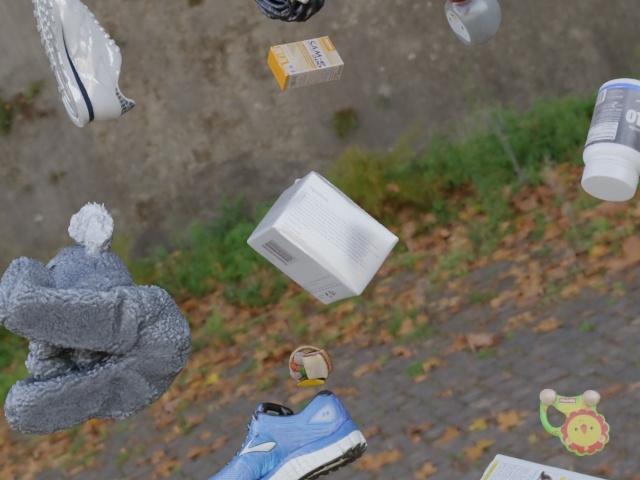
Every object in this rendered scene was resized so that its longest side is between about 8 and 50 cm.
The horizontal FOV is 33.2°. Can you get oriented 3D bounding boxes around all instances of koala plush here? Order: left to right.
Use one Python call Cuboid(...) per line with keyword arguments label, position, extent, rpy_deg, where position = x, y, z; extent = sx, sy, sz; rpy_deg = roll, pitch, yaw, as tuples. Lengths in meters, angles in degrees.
Cuboid(label="koala plush", position=(-0.257, 0.078, 1.214), extent=(0.203, 0.196, 0.221), rpy_deg=(-3, 28, -14))

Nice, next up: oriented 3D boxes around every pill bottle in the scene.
Cuboid(label="pill bottle", position=(0.367, -0.122, 1.321), extent=(0.078, 0.078, 0.137), rpy_deg=(-12, 54, 54))

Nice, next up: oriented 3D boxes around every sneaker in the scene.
Cuboid(label="sneaker", position=(-0.345, -0.286, 1.554), extent=(0.094, 0.235, 0.090), rpy_deg=(-21, 14, -23))
Cuboid(label="sneaker", position=(-0.081, 0.355, 1.812), extent=(0.330, 0.147, 0.129), rpy_deg=(-31, -23, 19))

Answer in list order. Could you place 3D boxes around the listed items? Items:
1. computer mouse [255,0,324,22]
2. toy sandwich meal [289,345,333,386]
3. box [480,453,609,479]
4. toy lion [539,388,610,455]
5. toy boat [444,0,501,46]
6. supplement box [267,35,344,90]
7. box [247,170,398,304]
Cuboid(label="computer mouse", position=(-0.015, -0.318, 0.842), extent=(0.188, 0.072, 0.272), rpy_deg=(37, 100, 44))
Cuboid(label="toy sandwich meal", position=(-0.018, 0.224, 1.891), extent=(0.085, 0.086, 0.029), rpy_deg=(-20, 6, 21))
Cuboid(label="box", position=(0.281, 0.334, 1.309), extent=(0.100, 0.060, 0.244), rpy_deg=(-49, 21, -20))
Cuboid(label="toy lion", position=(0.373, 0.267, 1.579), extent=(0.100, 0.096, 0.034), rpy_deg=(0, -8, 17))
Cuboid(label="toy boat", position=(0.190, -0.375, 1.295), extent=(0.267, 0.148, 0.318), rpy_deg=(-7, 42, 29))
Cuboid(label="supplement box", position=(-0.023, -0.269, 1.627), extent=(0.098, 0.062, 0.036), rpy_deg=(-16, -30, -23))
Cuboid(label="box", position=(0.000, 0.000, 1.746), extent=(0.119, 0.182, 0.181), rpy_deg=(-54, 9, -16))
